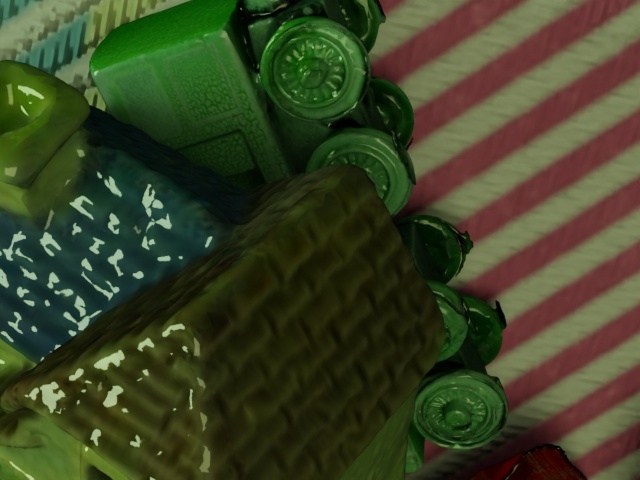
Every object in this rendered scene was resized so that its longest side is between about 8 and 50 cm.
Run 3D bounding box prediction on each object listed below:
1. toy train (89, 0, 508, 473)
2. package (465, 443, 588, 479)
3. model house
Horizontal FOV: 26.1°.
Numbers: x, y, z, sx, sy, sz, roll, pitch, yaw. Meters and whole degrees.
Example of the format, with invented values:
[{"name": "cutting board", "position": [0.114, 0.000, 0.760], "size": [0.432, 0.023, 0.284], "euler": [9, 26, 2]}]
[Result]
[{"name": "toy train", "position": [0.000, 0.000, 0.604], "size": [0.119, 0.085, 0.251], "euler": [-16, 116, 14]}, {"name": "package", "position": [0.040, 0.161, 0.685], "size": [0.200, 0.022, 0.083], "euler": [-32, 146, 6]}, {"name": "model house", "position": [-0.081, 0.046, 0.497], "size": [0.214, 0.195, 0.189], "euler": [35, 139, 19]}]
